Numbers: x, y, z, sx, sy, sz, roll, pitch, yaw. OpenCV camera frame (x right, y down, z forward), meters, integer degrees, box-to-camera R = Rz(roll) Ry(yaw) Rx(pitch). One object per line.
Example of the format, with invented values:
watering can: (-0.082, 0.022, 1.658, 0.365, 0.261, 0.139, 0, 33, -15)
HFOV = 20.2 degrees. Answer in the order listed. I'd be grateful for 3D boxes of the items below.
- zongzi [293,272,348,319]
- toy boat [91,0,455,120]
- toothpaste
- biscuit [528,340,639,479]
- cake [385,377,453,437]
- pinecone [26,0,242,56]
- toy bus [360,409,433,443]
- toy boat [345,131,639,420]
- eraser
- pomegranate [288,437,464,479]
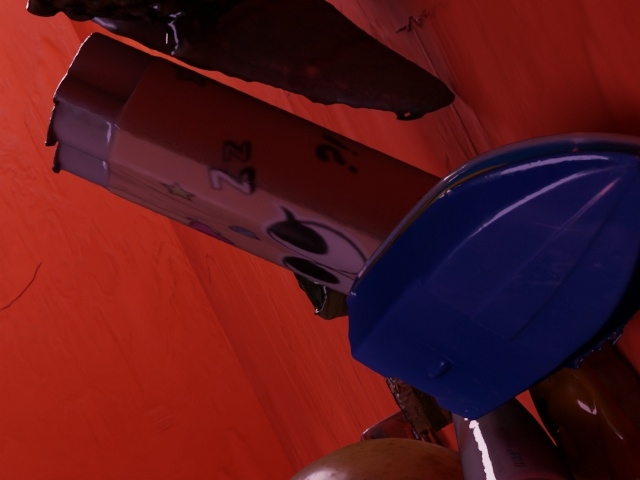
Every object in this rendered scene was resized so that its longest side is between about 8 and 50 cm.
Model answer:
zongzi: (0.000, 0.000, 1.682, 0.109, 0.055, 0.119, -124, 24, -44)
toy boat: (-0.042, -0.146, 1.189, 0.282, 0.206, 0.096, 40, 133, 31)
toothpaste: (0.117, 0.132, 1.126, 0.100, 0.066, 0.323, 49, -172, -12)
biscuit: (0.172, 0.127, 1.124, 0.170, 0.050, 0.170, 61, 170, 18)
cake: (0.074, 0.102, 1.556, 0.055, 0.051, 0.140, -127, 13, -65)
pinecone: (-0.094, -0.243, 1.066, 0.224, 0.224, 0.272, 128, 133, -79)
toy bus: (0.075, 0.219, 1.776, 0.065, 0.077, 0.192, 62, 170, 18)
toy boat: (0.111, 0.009, 0.967, 0.129, 0.088, 0.295, 28, 154, -5)
eraser: (-0.029, -0.033, 1.177, 0.290, 0.087, 0.171, 24, 165, 0)
pomegranate: (0.073, 0.316, 1.503, 0.319, 0.319, 0.319, 60, 169, 18)
